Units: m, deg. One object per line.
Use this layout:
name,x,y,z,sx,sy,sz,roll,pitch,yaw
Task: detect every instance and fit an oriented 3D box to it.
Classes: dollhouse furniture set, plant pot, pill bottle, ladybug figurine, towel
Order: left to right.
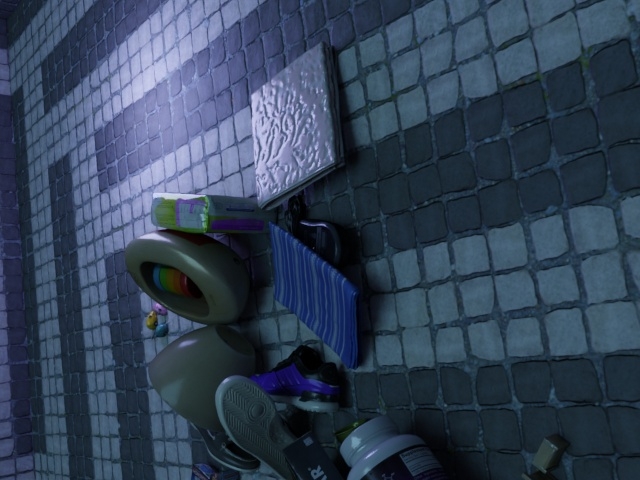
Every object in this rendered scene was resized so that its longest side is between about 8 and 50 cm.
ladybug figurine,-0.364,0.086,1.824,0.449,0.162,0.305,12,135,36
plant pot,-0.280,0.334,1.728,0.191,0.284,0.284,-52,51,8
towel,-0.064,-0.275,1.607,0.317,0.053,0.331,-24,63,45
towel,-0.018,0.127,1.520,0.336,0.040,0.243,36,141,41
plant pot,0.081,0.451,1.455,0.083,0.083,0.079,-33,78,42
pill bottle,0.170,0.497,1.223,0.323,0.182,0.181,52,125,36
dollhouse furniture set,0.357,0.440,1.085,0.101,0.161,0.181,36,116,42

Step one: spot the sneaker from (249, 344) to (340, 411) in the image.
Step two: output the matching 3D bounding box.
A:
sneaker,-0.060,0.326,1.598,0.293,0.102,0.146,-1,82,44

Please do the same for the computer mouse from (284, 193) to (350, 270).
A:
computer mouse,0.000,0.000,1.554,0.272,0.072,0.188,23,109,58

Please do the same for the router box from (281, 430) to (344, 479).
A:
router box,0.041,0.593,1.398,0.309,0.081,0.243,50,161,35

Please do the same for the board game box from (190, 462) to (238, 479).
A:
board game box,-0.298,0.722,1.873,0.194,0.060,0.194,21,104,46

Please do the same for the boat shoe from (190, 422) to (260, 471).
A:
boat shoe,-0.273,0.516,1.810,0.335,0.112,0.095,26,113,48

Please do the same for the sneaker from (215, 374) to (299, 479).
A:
sneaker,-0.157,0.439,1.566,0.148,0.131,0.350,22,147,55

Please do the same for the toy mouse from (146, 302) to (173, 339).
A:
toy mouse,-0.533,0.261,2.152,0.143,0.031,0.160,4,92,47

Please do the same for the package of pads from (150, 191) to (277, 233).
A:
package of pads,-0.294,-0.072,1.750,0.297,0.229,0.101,7,94,48
